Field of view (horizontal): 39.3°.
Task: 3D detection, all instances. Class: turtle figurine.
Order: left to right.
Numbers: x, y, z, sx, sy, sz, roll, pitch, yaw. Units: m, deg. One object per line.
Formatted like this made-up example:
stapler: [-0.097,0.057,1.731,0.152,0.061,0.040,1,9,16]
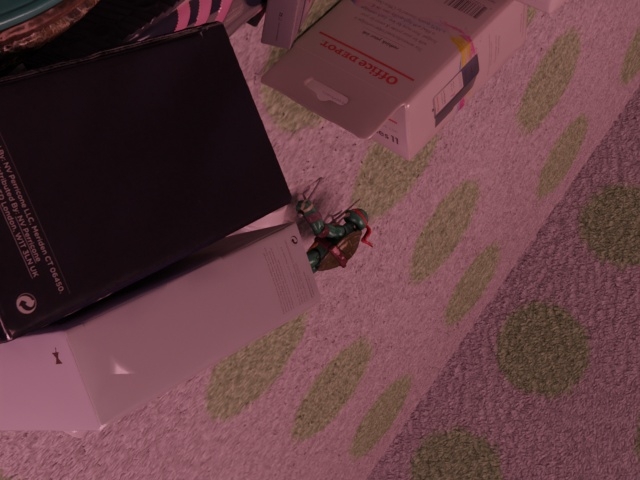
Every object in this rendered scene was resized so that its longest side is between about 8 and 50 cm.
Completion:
turtle figurine: [0.000,0.000,1.484,0.234,0.118,0.175,-45,153,-11]

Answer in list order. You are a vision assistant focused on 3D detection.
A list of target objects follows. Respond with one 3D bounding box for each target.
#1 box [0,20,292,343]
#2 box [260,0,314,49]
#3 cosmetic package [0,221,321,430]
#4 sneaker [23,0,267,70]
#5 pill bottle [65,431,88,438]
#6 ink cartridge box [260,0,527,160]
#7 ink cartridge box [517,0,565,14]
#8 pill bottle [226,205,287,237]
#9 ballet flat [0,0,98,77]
box: [-0.238,-0.034,0.773,0.294,0.296,0.183,-30,101,-43]
box: [-0.023,-0.327,1.051,0.186,0.038,0.145,-74,178,-55]
cosmetic package: [-0.230,0.092,0.917,0.284,0.377,0.098,-24,99,-46]
sneaker: [-0.163,-0.219,0.941,0.319,0.112,0.131,-39,146,-30]
pill bottle: [-0.294,0.179,1.195,0.160,0.087,0.087,-55,154,-4]
ink cartridge box: [0.107,-0.255,1.260,0.353,0.207,0.119,-45,151,-21]
ink cartridge box: [0.227,-0.449,1.174,0.115,0.272,0.198,-42,151,-33]
pill bottle: [-0.112,0.027,1.304,0.117,0.117,0.215,-25,140,-48]
ballet flat: [-0.384,-0.133,0.646,0.482,0.164,0.182,-27,164,-37]
